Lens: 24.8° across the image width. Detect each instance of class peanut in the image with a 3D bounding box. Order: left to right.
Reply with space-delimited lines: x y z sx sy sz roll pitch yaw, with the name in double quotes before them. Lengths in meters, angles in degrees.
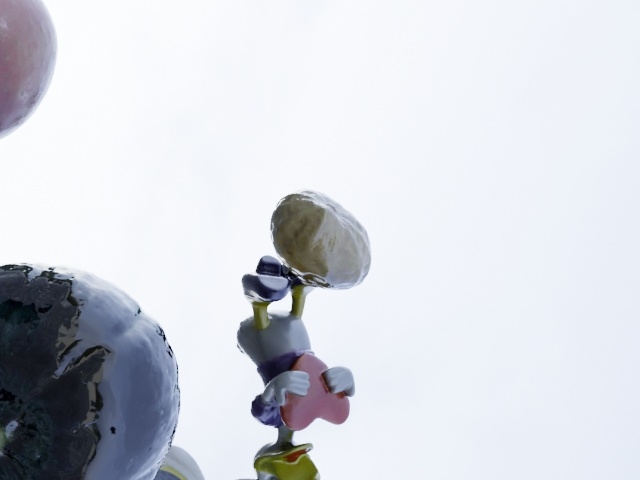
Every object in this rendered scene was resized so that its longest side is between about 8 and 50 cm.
"peanut" 0.000 0.000 1.828 0.109 0.141 0.159 -59 169 -8

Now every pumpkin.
"pumpkin" -0.290 0.165 1.468 0.238 0.315 0.315 -59 173 -69

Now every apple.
"apple" -0.325 -0.169 1.283 0.181 0.181 0.168 -55 178 37

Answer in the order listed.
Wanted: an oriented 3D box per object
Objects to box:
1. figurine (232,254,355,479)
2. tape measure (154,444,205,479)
"figurine" -0.058 0.214 2.054 0.193 0.154 0.420 7 -77 52
"tape measure" -0.239 0.374 1.792 0.133 0.271 0.231 -32 -113 22
